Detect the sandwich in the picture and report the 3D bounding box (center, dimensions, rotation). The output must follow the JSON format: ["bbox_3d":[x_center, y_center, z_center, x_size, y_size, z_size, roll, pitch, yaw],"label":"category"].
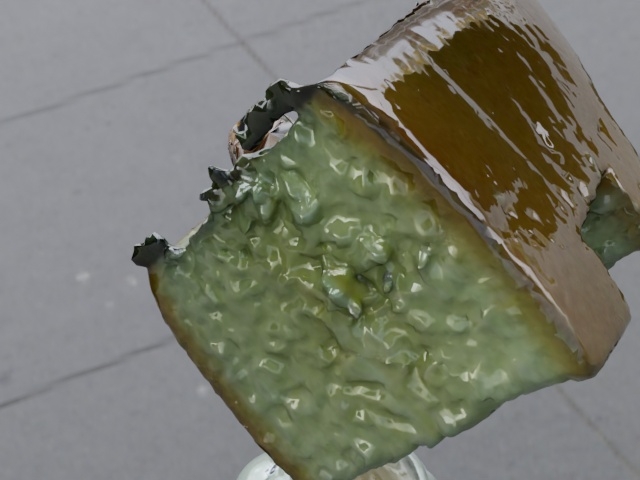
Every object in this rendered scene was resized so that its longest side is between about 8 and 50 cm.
[{"bbox_3d":[0.043,-0.020,0.568,0.122,0.128,0.236,-37,5,31],"label":"sandwich"}]

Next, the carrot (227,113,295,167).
[{"bbox_3d":[0.000,0.001,1.090,0.069,0.069,0.229,-20,58,-13],"label":"carrot"}]

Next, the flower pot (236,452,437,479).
[{"bbox_3d":[0.020,0.312,1.678,0.246,0.195,0.246,9,55,-12],"label":"flower pot"}]
